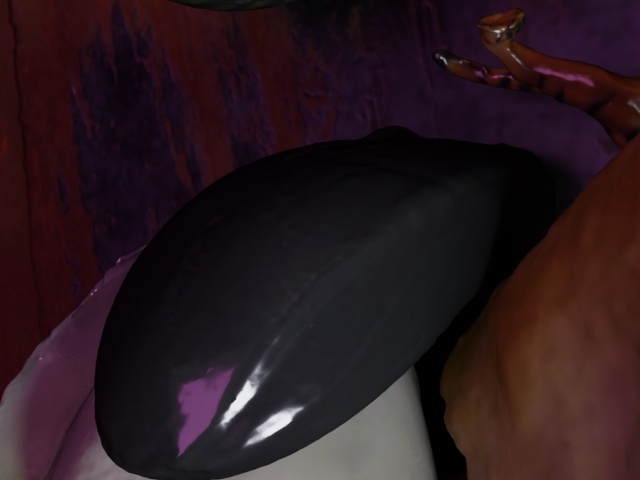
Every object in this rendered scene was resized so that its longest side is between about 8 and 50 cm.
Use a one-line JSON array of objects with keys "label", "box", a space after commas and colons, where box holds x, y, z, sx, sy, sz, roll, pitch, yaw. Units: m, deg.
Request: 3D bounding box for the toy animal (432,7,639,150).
[{"label": "toy animal", "box": [0.167, -0.062, 0.512, 0.255, 0.114, 0.116, 21, 139, 40]}]

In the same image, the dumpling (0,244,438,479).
[{"label": "dumpling", "box": [-0.066, 0.151, 0.594, 0.260, 0.181, 0.341, -4, 86, 15]}]

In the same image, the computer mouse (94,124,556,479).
[{"label": "computer mouse", "box": [0.000, 0.000, 0.518, 0.137, 0.269, 0.086, 4, 120, 39]}]

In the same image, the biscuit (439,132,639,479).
[{"label": "biscuit", "box": [0.189, 0.136, 0.330, 0.446, 0.104, 0.429, 121, 139, -55]}]

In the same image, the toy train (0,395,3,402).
[{"label": "toy train", "box": [-0.147, 0.181, 0.718, 0.082, 0.131, 0.204, -20, 89, 31]}]

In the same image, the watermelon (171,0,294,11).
[{"label": "watermelon", "box": [-0.049, -0.226, 0.599, 0.212, 0.212, 0.212, -1, 88, 37]}]
